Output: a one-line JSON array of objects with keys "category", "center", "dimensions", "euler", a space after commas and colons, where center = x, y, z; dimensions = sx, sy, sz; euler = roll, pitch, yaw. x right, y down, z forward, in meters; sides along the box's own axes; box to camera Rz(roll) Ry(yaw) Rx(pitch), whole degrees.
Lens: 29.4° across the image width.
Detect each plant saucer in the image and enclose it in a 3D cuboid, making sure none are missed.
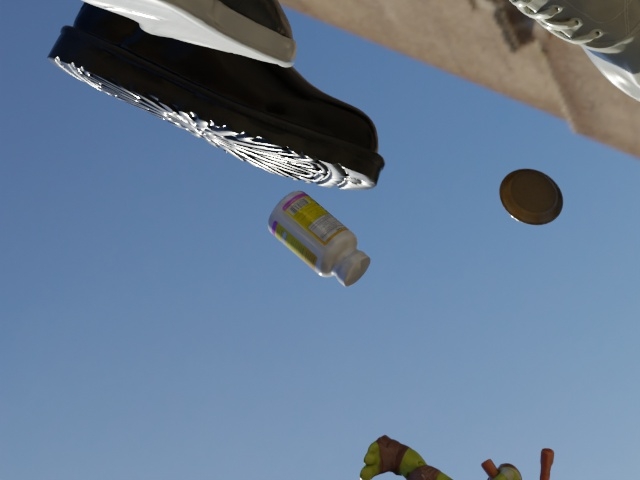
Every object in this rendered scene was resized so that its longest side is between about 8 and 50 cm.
[{"category": "plant saucer", "center": [0.267, -0.058, 1.537], "dimensions": [0.015, 0.083, 0.083], "euler": [-52, -35, -46]}]

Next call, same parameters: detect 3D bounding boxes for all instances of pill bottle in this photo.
[{"category": "pill bottle", "center": [0.000, 0.000, 0.975], "dimensions": [0.043, 0.083, 0.043], "euler": [-40, -24, -22]}]

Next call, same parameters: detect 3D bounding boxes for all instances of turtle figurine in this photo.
[{"category": "turtle figurine", "center": [0.147, 0.258, 1.173], "dimensions": [0.087, 0.217, 0.270], "euler": [-50, -33, -40]}]

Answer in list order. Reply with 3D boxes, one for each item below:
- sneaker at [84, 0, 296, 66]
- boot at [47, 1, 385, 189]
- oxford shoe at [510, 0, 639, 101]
[{"category": "sneaker", "center": [-0.064, -0.194, 0.742], "dimensions": [0.296, 0.104, 0.147], "euler": [4, -81, -77]}, {"category": "boot", "center": [-0.060, -0.219, 1.132], "dimensions": [0.131, 0.347, 0.260], "euler": [76, -141, -83]}, {"category": "oxford shoe", "center": [0.250, -0.280, 1.280], "dimensions": [0.130, 0.169, 0.449], "euler": [-50, -46, -5]}]
